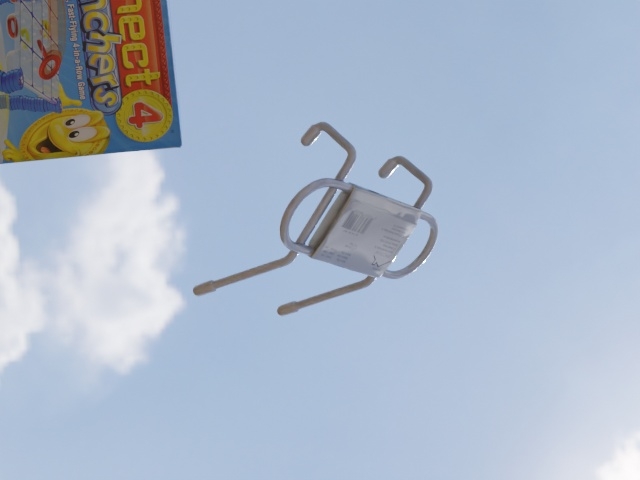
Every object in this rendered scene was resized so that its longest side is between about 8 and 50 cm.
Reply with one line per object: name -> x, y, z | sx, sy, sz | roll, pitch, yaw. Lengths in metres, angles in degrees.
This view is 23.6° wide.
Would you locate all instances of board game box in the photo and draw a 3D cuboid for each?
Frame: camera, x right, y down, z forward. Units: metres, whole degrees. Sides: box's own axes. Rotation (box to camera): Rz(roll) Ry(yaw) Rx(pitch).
board game box -> -0.307, -0.236, 1.587 | 0.086, 0.302, 0.308 | -102, -173, -65

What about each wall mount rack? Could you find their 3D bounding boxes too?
wall mount rack -> 0.000, 0.000, 2.143 | 0.130, 0.350, 0.304 | 42, -76, 34
